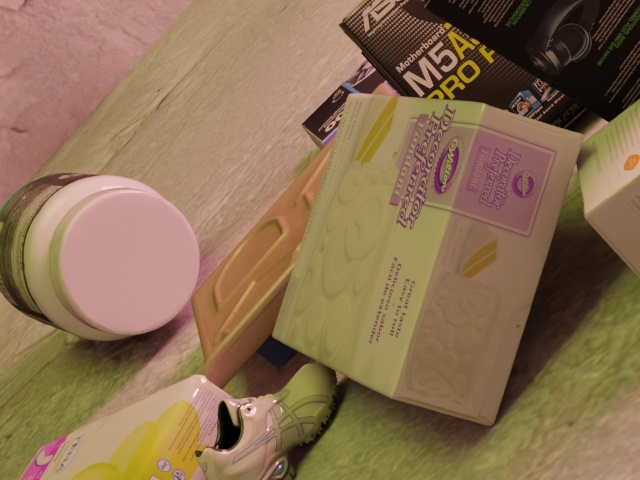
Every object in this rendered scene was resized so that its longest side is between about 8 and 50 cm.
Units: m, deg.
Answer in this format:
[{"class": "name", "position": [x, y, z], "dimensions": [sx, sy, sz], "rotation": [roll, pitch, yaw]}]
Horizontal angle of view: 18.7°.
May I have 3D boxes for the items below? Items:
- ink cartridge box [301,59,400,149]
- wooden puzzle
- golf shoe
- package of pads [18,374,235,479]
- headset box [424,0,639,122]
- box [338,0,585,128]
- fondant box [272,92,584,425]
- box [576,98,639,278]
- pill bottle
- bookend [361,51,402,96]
[{"class": "ink cartridge box", "position": [0.078, -0.179, 2.323], "dimensions": [0.206, 0.045, 0.208], "rotation": [-44, 18, 0]}, {"class": "wooden puzzle", "position": [0.000, 0.000, 1.994], "dimensions": [0.322, 0.080, 0.348], "rotation": [-48, 11, 6]}, {"class": "golf shoe", "position": [-0.047, 0.158, 1.731], "dimensions": [0.069, 0.086, 0.176], "rotation": [-30, 20, 46]}, {"class": "package of pads", "position": [-0.204, 0.263, 1.824], "dimensions": [0.296, 0.101, 0.229], "rotation": [-27, 25, 44]}, {"class": "headset box", "position": [0.233, -0.206, 1.629], "dimensions": [0.131, 0.283, 0.246], "rotation": [-55, 11, 20]}, {"class": "box", "position": [0.187, -0.216, 1.853], "dimensions": [0.270, 0.216, 0.060], "rotation": [-42, -14, 7]}, {"class": "fondant box", "position": [0.079, 0.004, 1.629], "dimensions": [0.330, 0.096, 0.238], "rotation": [17, 90, 71]}, {"class": "box", "position": [0.286, -0.063, 1.461], "dimensions": [0.170, 0.091, 0.130], "rotation": [-38, 18, 19]}, {"class": "pill bottle", "position": [-0.282, 0.019, 2.417], "dimensions": [0.204, 0.204, 0.361], "rotation": [-48, 17, -12]}, {"class": "bookend", "position": [0.143, -0.196, 2.010], "dimensions": [0.072, 0.156, 0.157], "rotation": [-29, 21, 43]}]
